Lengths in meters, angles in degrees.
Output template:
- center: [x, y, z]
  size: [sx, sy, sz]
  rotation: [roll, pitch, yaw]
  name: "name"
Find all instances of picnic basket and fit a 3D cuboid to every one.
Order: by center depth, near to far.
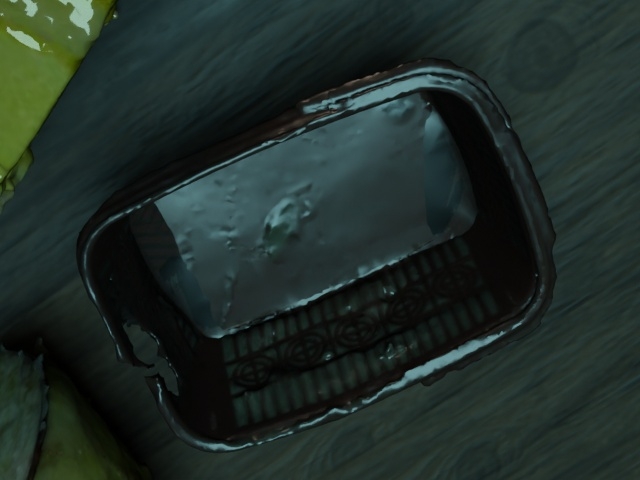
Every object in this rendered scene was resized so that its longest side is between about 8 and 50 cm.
- center: [0.000, 0.000, 0.849]
  size: [0.297, 0.129, 0.222]
  rotation: [-24, 112, 5]
  name: "picnic basket"

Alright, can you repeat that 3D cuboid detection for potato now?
- center: [-0.201, 0.251, 0.881]
  size: [0.289, 0.300, 0.237]
  rotation: [-22, 137, 38]
  name: "potato"

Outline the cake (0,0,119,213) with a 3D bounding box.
- center: [-0.235, -0.158, 0.722]
  size: [0.227, 0.222, 0.286]
  rotation: [30, 113, -15]
  name: "cake"
